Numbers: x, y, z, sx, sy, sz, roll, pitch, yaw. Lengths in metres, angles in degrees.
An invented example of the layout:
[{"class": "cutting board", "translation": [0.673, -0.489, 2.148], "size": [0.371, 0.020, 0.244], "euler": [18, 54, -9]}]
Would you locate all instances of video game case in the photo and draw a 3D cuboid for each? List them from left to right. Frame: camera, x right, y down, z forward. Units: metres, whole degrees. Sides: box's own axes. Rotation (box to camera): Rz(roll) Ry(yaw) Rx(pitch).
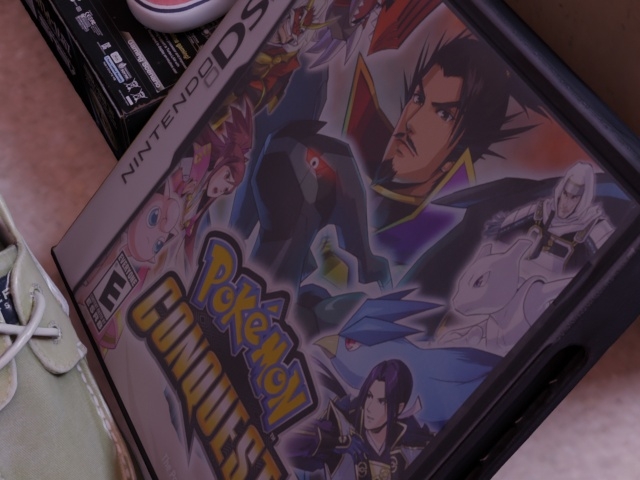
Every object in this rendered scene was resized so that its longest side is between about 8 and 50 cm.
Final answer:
[{"class": "video game case", "translation": [0.000, 0.000, 0.630], "size": [0.248, 0.035, 0.275], "euler": [-51, 43, 17]}]

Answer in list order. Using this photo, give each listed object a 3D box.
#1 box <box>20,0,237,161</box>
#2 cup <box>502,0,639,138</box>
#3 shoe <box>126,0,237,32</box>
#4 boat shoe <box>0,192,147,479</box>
[{"class": "box", "translation": [-0.080, -0.143, 0.805], "size": [0.147, 0.077, 0.180], "euler": [-29, 67, -14]}, {"class": "cup", "translation": [0.173, -0.165, 0.712], "size": [0.331, 0.331, 0.237], "euler": [-43, 47, -19]}, {"class": "shoe", "translation": [-0.037, -0.187, 0.737], "size": [0.063, 0.081, 0.178], "euler": [33, 67, 15]}, {"class": "boat shoe", "translation": [-0.165, 0.039, 0.658], "size": [0.109, 0.094, 0.302], "euler": [-34, 88, -42]}]
